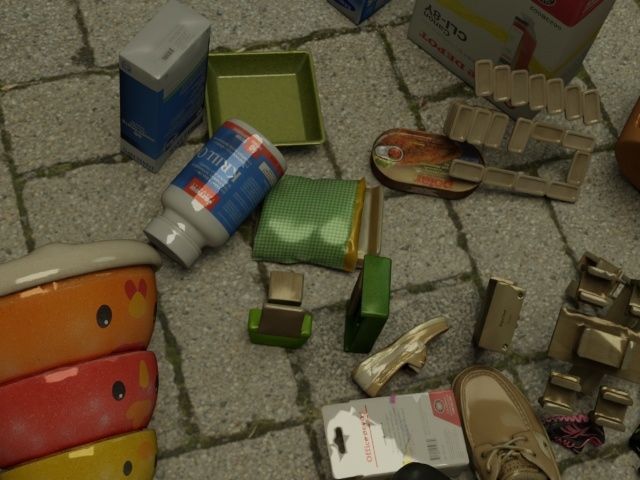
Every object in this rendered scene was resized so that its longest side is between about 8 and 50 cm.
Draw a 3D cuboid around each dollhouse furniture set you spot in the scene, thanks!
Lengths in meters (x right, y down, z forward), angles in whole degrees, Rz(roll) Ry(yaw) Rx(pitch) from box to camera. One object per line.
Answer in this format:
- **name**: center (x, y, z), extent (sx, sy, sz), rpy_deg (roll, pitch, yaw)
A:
- **dollhouse furniture set**: center (0.356, 0.137, 1.728), extent (0.242, 0.161, 0.212), rpy_deg (17, 91, 4)
- **dollhouse furniture set**: center (0.439, 0.137, 1.835), extent (0.101, 0.161, 0.182), rpy_deg (26, 100, -32)
- **dollhouse furniture set**: center (0.000, 0.000, 1.779), extent (0.197, 0.151, 0.301), rpy_deg (7, 61, -5)

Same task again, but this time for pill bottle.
- **pill bottle**: center (-0.163, -0.068, 1.797), extent (0.124, 0.124, 0.221), rpy_deg (36, 77, 11)

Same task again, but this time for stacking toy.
- **stacking toy**: center (-0.321, 0.259, 1.558), extent (0.350, 0.350, 0.480), rpy_deg (-16, 84, -16)

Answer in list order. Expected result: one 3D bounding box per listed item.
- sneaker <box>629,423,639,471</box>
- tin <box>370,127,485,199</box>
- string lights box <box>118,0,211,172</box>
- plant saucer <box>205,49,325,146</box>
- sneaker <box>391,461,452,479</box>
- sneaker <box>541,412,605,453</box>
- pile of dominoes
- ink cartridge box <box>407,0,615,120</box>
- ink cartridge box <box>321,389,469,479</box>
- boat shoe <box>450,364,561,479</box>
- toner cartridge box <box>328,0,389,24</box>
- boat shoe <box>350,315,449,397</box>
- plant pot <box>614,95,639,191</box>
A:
- **sneaker**: center (0.495, 0.277, 1.752), extent (0.075, 0.063, 0.170), rpy_deg (4, 66, -13)
- **tin**: center (0.175, -0.124, 1.938), extent (0.189, 0.040, 0.106), rpy_deg (11, 57, -3)
- **string lights box**: center (-0.239, -0.230, 1.805), extent (0.077, 0.260, 0.133), rpy_deg (33, 62, 9)
- **plant saucer**: center (-0.097, -0.223, 1.945), extent (0.188, 0.045, 0.188), rpy_deg (-4, 63, -10)
- **sneaker**: center (0.226, 0.416, 1.535), extent (0.122, 0.146, 0.330), rpy_deg (-41, 94, -35)
- **sneaker**: center (0.368, 0.287, 1.744), extent (0.119, 0.047, 0.057), rpy_deg (-4, 74, -9)
- **pile of dominoes**: center (0.327, -0.180, 1.911), extent (0.251, 0.196, 0.040), rpy_deg (11, 18, -16)
- **ink cartridge box**: center (0.317, -0.405, 1.913), extent (0.279, 0.385, 0.160), rpy_deg (41, 67, 14)
- **ink cartridge box**: center (0.100, 0.287, 1.688), extent (0.198, 0.067, 0.115), rpy_deg (-4, 62, -12)
- **boat shoe**: center (0.281, 0.323, 1.655), extent (0.121, 0.110, 0.341), rpy_deg (-24, 68, 0)
- **toner cartridge box**: center (0.001, -0.553, 2.120), extent (0.348, 0.075, 0.165), rpy_deg (43, 65, 15)
- **boat shoe**: center (0.128, 0.176, 1.758), extent (0.170, 0.063, 0.059), rpy_deg (-32, 73, -12)
- **plant pot**: center (0.616, -0.165, 1.902), extent (0.291, 0.291, 0.203), rpy_deg (40, 79, 13)
